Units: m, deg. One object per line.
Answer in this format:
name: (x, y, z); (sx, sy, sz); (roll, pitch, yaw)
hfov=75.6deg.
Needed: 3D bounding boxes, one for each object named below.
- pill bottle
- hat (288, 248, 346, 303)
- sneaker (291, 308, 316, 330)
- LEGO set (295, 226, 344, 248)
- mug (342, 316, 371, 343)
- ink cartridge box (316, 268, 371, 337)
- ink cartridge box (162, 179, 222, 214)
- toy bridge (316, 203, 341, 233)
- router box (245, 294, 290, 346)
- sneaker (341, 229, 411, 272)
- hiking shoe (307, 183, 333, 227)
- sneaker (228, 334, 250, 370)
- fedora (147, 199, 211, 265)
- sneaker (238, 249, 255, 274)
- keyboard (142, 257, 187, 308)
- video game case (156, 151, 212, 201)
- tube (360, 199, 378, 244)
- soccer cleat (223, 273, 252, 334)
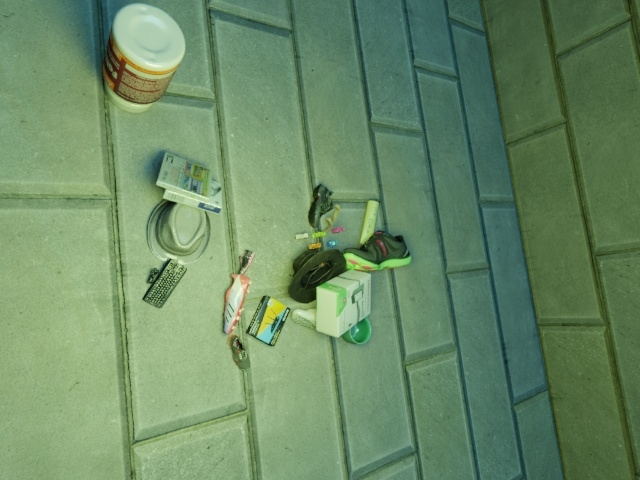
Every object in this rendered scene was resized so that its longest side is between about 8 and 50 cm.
pill bottle: (-0.642, -0.623, 1.466); (0.224, 0.392, 0.224); (7, 76, -32)
hat: (-0.042, 0.130, 1.859); (0.331, 0.331, 0.134); (-19, 50, -35)
sneaker: (-0.034, 0.350, 1.886); (0.235, 0.090, 0.095); (30, 57, -33)
LEGO set: (0.000, 0.000, 1.947); (0.227, 0.093, 0.087); (-9, 86, -5)
mug: (0.174, 0.426, 1.993); (0.157, 0.097, 0.130); (-23, 94, -35)
ink cartridge box: (0.110, 0.274, 1.862); (0.289, 0.121, 0.211); (-22, 116, -51)
ink cartridge box: (-0.499, -0.217, 1.624); (0.223, 0.045, 0.224); (16, 37, -30)
toy bridge: (0.046, -0.092, 2.026); (0.188, 0.026, 0.063); (-55, 152, -14)
router box: (-0.223, 0.345, 1.774); (0.133, 0.046, 0.179); (34, 64, -24)
sneaker: (0.268, 0.053, 2.089); (0.482, 0.185, 0.202); (-3, 81, -45)
hiking shoe: (0.013, -0.159, 2.003); (0.114, 0.086, 0.227); (21, 69, -25)
sneaker: (-0.325, 0.458, 1.673); (0.061, 0.065, 0.158); (-30, 98, -34)
fedora: (-0.528, -0.046, 1.596); (0.243, 0.124, 0.276); (23, 69, -28)
sneaker: (-0.326, 0.091, 1.762); (0.057, 0.047, 0.119); (27, 65, -3)
keyboard: (-0.595, 0.155, 1.553); (0.108, 0.023, 0.180); (37, 75, -23)
video game case: (-0.514, -0.243, 1.578); (0.193, 0.023, 0.212); (19, 34, -25)
tube: (0.260, -0.089, 2.174); (0.070, 0.062, 0.240); (12, 78, 0)
soccer cleat: (-0.359, 0.258, 1.692); (0.095, 0.083, 0.248); (17, 75, 1)
